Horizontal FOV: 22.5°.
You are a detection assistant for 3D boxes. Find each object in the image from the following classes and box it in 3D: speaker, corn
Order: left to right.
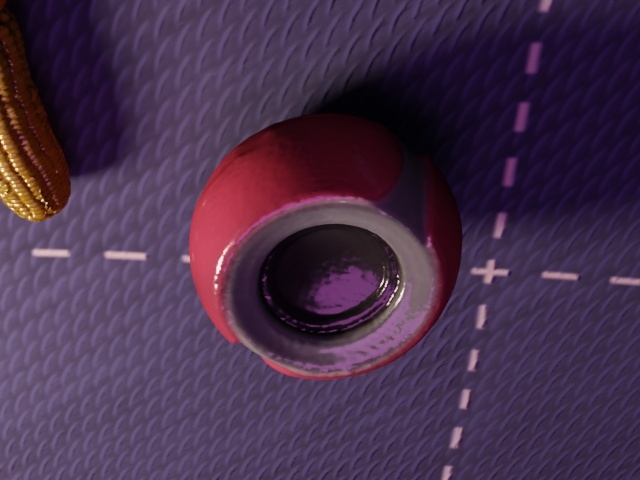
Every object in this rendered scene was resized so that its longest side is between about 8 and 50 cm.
[{"bbox_3d":[-0.336,-0.126,1.704,0.102,0.102,0.313,-5,137,6],"label":"corn"},{"bbox_3d":[0.000,0.000,1.719,0.294,0.294,0.294,0,139,0],"label":"speaker"}]

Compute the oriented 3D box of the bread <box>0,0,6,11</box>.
[{"bbox_3d":[-0.443,-0.272,1.434,0.337,0.204,0.358,-14,126,-7],"label":"bread"}]
